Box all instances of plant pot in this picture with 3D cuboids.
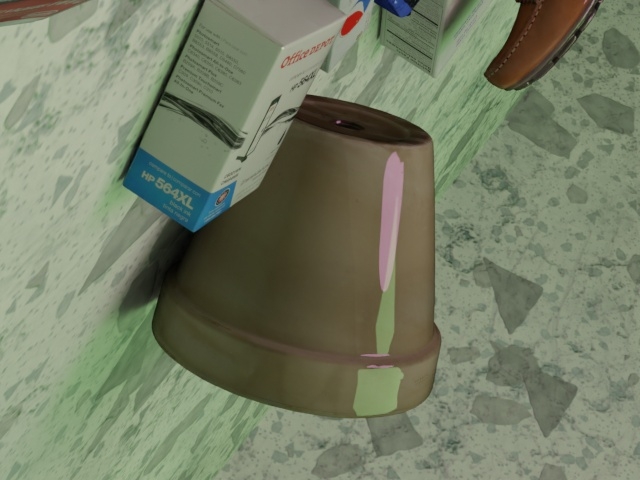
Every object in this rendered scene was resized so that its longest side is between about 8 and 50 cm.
[{"bbox_3d":[0.000,0.000,1.580,0.323,0.323,0.280,-33,140,-67],"label":"plant pot"}]

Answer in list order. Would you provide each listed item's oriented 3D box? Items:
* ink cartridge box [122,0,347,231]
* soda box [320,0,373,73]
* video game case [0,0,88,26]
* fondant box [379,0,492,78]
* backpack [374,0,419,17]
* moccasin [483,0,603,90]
[{"bbox_3d":[-0.076,-0.128,1.303,0.203,0.086,0.148,-60,169,29],"label":"ink cartridge box"},{"bbox_3d":[0.010,-0.251,1.373,0.074,0.069,0.216,-51,169,-21],"label":"soda box"},{"bbox_3d":[-0.089,-0.165,0.770,0.285,0.025,0.204,-17,-174,23],"label":"video game case"},{"bbox_3d":[0.177,-0.368,1.736,0.238,0.096,0.330,-54,171,-13],"label":"fondant box"},{"bbox_3d":[0.078,-0.301,1.457,0.120,0.098,0.101,-55,167,2],"label":"backpack"},{"bbox_3d":[0.278,-0.350,1.649,0.139,0.147,0.380,-71,-174,-70],"label":"moccasin"}]
